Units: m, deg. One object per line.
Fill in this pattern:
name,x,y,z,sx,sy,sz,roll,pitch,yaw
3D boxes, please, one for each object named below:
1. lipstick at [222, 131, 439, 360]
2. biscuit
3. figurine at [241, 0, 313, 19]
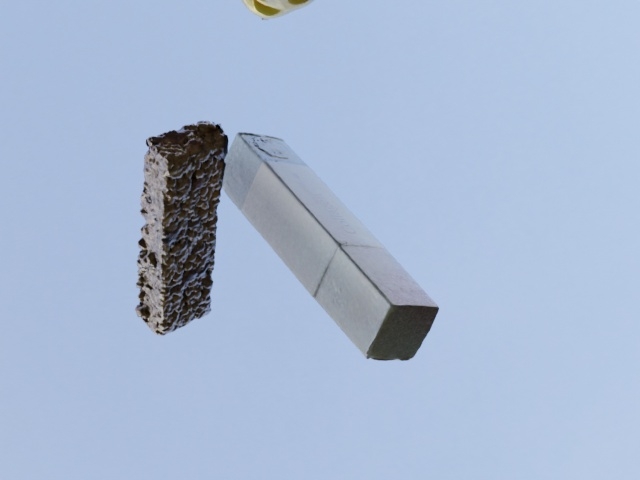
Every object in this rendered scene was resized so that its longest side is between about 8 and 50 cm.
lipstick,0.000,0.000,1.411,0.066,0.317,0.068,6,-60,-39
biscuit,-0.110,-0.007,1.098,0.064,0.034,0.199,-27,-38,-33
figurine,-0.027,-0.313,1.512,0.131,0.246,0.156,32,-75,10
